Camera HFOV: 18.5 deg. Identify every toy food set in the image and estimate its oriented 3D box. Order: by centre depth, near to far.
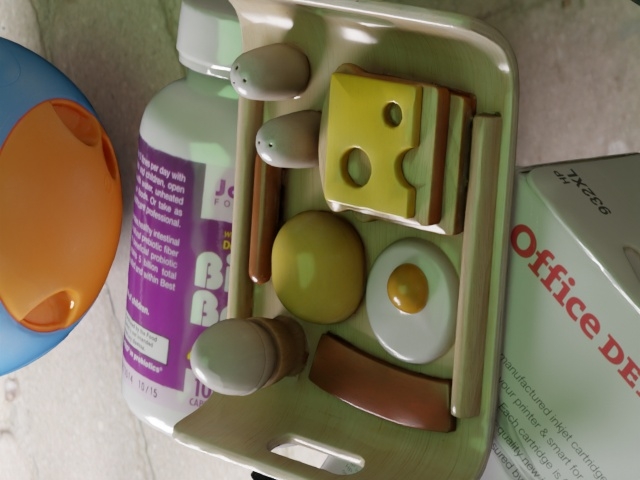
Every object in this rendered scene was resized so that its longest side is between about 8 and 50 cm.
[{"bbox_3d":[0.000,0.000,1.196,0.220,0.092,0.306,14,107,40],"label":"toy food set"}]

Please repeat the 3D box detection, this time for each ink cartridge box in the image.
[{"bbox_3d":[0.155,0.131,1.231,0.223,0.129,0.307,52,130,27],"label":"ink cartridge box"}]

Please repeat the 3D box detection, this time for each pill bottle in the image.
[{"bbox_3d":[-0.048,-0.019,1.390,0.169,0.169,0.301,22,113,42],"label":"pill bottle"}]

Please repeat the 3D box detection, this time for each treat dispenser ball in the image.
[{"bbox_3d":[-0.301,-0.027,1.568,0.288,0.288,0.288,11,105,45],"label":"treat dispenser ball"}]

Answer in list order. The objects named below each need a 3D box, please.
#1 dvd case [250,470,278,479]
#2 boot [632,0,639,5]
[{"bbox_3d":[0.036,0.258,1.338,0.180,0.022,0.253,52,175,28],"label":"dvd case"},{"bbox_3d":[0.270,-0.184,1.085,0.236,0.085,0.178,36,119,37],"label":"boot"}]
